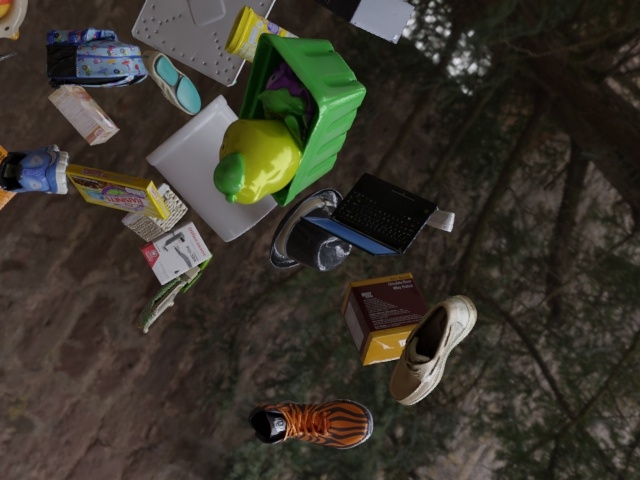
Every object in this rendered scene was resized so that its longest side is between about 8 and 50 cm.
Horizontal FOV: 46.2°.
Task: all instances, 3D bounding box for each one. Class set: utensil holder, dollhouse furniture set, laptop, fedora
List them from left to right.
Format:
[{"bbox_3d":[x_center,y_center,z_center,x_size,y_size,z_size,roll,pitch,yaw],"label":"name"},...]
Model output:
[{"bbox_3d":[-0.517,0.129,2.434,0.301,0.151,0.197,-50,180,-35],"label":"dollhouse furniture set"},{"bbox_3d":[-0.331,-0.235,2.504,0.327,0.385,0.327,-38,-167,10],"label":"utensil holder"},{"bbox_3d":[0.000,0.000,2.279,0.152,0.334,0.334,40,-85,23],"label":"fedora"},{"bbox_3d":[0.124,-0.072,1.887,0.234,0.136,0.264,28,-112,27],"label":"laptop"}]

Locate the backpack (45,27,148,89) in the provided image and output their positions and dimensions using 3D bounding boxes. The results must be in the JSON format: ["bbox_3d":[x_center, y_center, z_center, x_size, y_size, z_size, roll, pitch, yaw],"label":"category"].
[{"bbox_3d":[-0.440,-0.364,1.504,0.173,0.117,0.158,3,-167,18],"label":"backpack"}]

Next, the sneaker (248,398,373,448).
[{"bbox_3d":[-0.041,0.458,1.841,0.321,0.180,0.124,-10,-101,33],"label":"sneaker"}]

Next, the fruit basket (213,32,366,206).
[{"bbox_3d":[-0.113,-0.237,1.660,0.392,0.392,0.283,-43,-112,23],"label":"fruit basket"}]

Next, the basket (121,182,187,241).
[{"bbox_3d":[-0.464,-0.073,2.104,0.113,0.103,0.167,-53,-163,-30],"label":"basket"}]

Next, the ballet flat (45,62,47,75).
[{"bbox_3d":[-0.765,-0.573,2.312,0.077,0.091,0.241,1,-138,10],"label":"ballet flat"}]

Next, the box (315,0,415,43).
[{"bbox_3d":[0.090,-0.515,1.623,0.158,0.156,0.093,45,-65,39],"label":"box"}]

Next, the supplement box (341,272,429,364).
[{"bbox_3d":[0.184,0.213,2.066,0.129,0.191,0.194,103,-27,-46],"label":"supplement box"}]

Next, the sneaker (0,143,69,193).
[{"bbox_3d":[-0.712,-0.179,1.834,0.330,0.147,0.129,8,-85,62],"label":"sneaker"}]

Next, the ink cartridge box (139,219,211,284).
[{"bbox_3d":[-0.338,0.026,1.750,0.135,0.099,0.056,-31,-166,-12],"label":"ink cartridge box"}]

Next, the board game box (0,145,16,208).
[{"bbox_3d":[-1.111,-0.177,2.084,0.356,0.356,0.356,5,-128,49],"label":"board game box"}]

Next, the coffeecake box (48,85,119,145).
[{"bbox_3d":[-0.714,-0.383,2.274,0.068,0.185,0.142,-39,-172,8],"label":"coffeecake box"}]

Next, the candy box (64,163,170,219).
[{"bbox_3d":[-0.413,-0.099,1.530,0.206,0.105,0.027,13,-119,22],"label":"candy box"}]

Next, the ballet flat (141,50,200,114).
[{"bbox_3d":[-0.416,-0.437,2.070,0.086,0.248,0.086,-8,-119,16],"label":"ballet flat"}]

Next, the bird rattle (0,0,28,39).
[{"bbox_3d":[-0.683,-0.490,1.466,0.143,0.207,0.253,35,-62,55],"label":"bird rattle"}]

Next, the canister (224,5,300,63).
[{"bbox_3d":[-0.148,-0.510,1.944,0.073,0.170,0.126,-14,-125,63],"label":"canister"}]

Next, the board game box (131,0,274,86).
[{"bbox_3d":[-0.357,-0.746,2.401,0.390,0.390,0.050,-62,171,7],"label":"board game box"}]

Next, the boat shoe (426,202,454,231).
[{"bbox_3d":[0.309,-0.076,2.113,0.184,0.066,0.063,30,-79,61],"label":"boat shoe"}]

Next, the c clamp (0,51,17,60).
[{"bbox_3d":[-0.839,-0.455,1.894,0.137,0.022,0.160,-18,-161,-1],"label":"c clamp"}]

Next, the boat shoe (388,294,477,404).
[{"bbox_3d":[0.219,0.240,1.614,0.109,0.098,0.302,51,-54,32],"label":"boat shoe"}]
